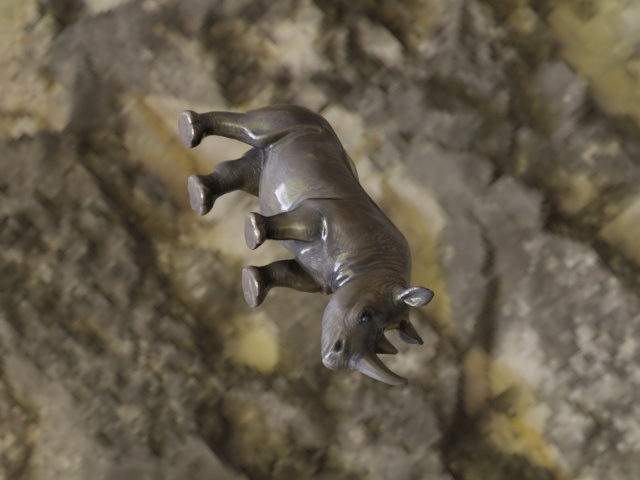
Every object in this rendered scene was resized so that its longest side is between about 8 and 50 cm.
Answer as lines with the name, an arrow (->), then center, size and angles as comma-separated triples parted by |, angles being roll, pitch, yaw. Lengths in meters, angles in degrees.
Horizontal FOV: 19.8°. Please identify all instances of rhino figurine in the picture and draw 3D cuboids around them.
rhino figurine -> 0.000, 0.000, 1.168 | 0.106, 0.073, 0.243 | -13, -130, -24
